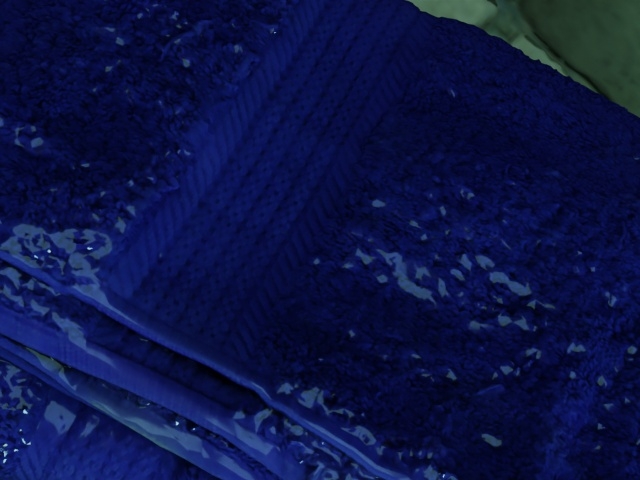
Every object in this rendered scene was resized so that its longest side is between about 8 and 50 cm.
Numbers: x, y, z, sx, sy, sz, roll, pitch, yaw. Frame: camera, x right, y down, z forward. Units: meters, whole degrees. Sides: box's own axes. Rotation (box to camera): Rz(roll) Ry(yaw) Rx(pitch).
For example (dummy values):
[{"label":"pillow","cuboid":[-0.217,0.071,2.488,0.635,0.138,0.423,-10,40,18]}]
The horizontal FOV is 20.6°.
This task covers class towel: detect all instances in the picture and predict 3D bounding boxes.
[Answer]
[{"label":"towel","cuboid":[0.000,0.000,0.532,0.308,0.076,0.227,30,56,0]}]
